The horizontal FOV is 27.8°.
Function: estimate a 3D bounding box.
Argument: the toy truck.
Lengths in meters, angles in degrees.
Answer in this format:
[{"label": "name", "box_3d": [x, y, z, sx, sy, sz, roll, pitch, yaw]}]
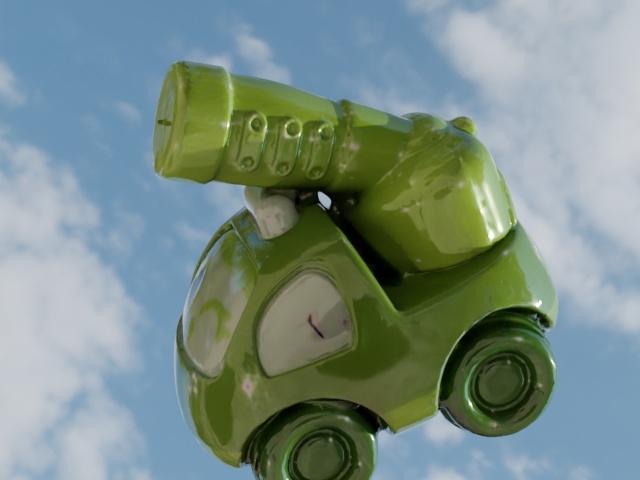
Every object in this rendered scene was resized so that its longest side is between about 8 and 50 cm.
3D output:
[{"label": "toy truck", "box_3d": [0.018, 0.009, 0.624, 0.187, 0.148, 0.210, -7, -70, -11]}]
